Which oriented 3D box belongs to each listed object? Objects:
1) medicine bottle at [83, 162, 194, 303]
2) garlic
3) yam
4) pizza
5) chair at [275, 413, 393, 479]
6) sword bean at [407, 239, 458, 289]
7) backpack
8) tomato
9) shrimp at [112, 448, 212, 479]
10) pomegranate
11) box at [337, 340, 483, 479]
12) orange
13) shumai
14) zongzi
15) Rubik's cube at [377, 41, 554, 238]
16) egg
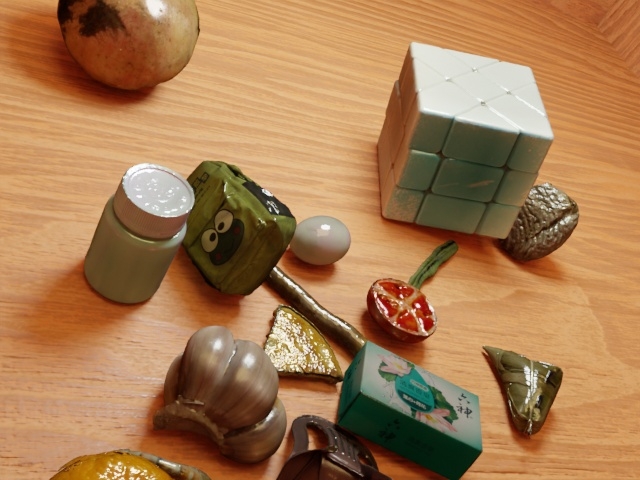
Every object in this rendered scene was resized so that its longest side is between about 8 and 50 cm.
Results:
[{"bbox_3d":[-0.306,-0.008,1.388,0.139,0.225,0.139,19,41,-17],"label":"medicine bottle"},{"bbox_3d":[-0.136,0.235,1.294,0.214,0.160,0.191,26,43,-3],"label":"garlic"},{"bbox_3d":[0.004,0.144,1.584,0.327,0.045,0.045,40,16,11],"label":"yam"},{"bbox_3d":[-0.048,0.211,1.482,0.184,0.036,0.176,42,40,9],"label":"pizza"},{"bbox_3d":[0.004,0.389,1.261,0.175,0.183,0.326,31,-7,0],"label":"chair"},{"bbox_3d":[0.242,0.067,1.841,0.043,0.038,0.269,18,32,23],"label":"sword bean"},{"bbox_3d":[-0.167,-0.030,1.532,0.253,0.207,0.140,46,17,31],"label":"backpack"},{"bbox_3d":[0.157,0.153,1.658,0.155,0.069,0.155,21,36,-16],"label":"tomato"},{"bbox_3d":[-0.221,0.339,1.189,0.195,0.148,0.035,53,47,-47],"label":"shrimp"},{"bbox_3d":[-0.415,-0.484,1.797,0.322,0.322,0.322,19,40,-17],"label":"pomegranate"},{"bbox_3d":[0.160,0.301,1.464,0.245,0.092,0.153,26,28,-8],"label":"box"},{"bbox_3d":[-0.262,0.374,1.028,0.219,0.193,0.219,30,36,-26],"label":"orange"},{"bbox_3d":[0.544,-0.051,2.075,0.166,0.206,0.175,51,17,5],"label":"shumai"},{"bbox_3d":[0.378,0.305,1.665,0.178,0.081,0.189,22,48,21],"label":"zongzi"},{"bbox_3d":[0.326,-0.236,1.959,0.322,0.316,0.319,11,41,-9],"label":"Rubik's cube"},{"bbox_3d":[0.000,0.000,1.689,0.135,0.103,0.103,-3,50,-35],"label":"egg"}]
